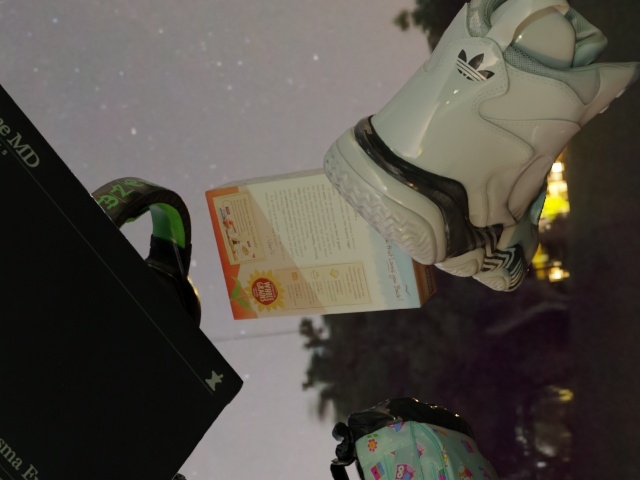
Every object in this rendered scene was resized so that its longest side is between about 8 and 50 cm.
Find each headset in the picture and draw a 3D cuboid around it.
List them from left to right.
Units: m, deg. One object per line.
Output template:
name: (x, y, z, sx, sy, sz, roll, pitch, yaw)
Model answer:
headset: (-0.213, 0.126, 1.040, 0.243, 0.185, 0.394, -44, -28, -54)

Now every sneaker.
sneaker: (0.158, -0.078, 0.759, 0.137, 0.210, 0.366, 47, -166, 22)

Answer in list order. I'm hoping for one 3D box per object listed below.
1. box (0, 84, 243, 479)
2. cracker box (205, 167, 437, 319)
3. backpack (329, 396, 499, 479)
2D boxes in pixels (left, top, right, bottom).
box: (-0.278, 0.094, 0.627, 0.343, 0.179, 0.312, 54, -137, -15)
cracker box: (0.000, 0.000, 1.026, 0.067, 0.232, 0.155, -31, -67, -61)
backpack: (0.098, 0.233, 0.792, 0.152, 0.115, 0.182, 26, -141, -39)
